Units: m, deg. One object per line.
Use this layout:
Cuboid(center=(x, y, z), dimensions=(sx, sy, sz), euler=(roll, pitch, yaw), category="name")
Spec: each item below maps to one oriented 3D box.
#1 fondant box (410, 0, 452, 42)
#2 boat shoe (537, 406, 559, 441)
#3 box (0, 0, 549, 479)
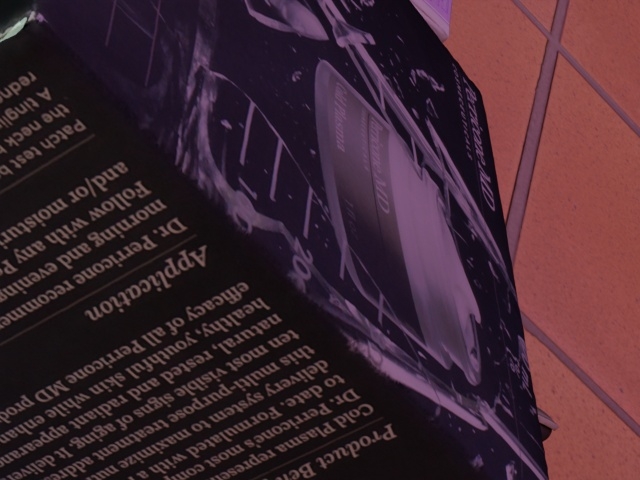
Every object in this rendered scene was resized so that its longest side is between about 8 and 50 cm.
Cuboid(center=(-0.008, -0.221, 1.539), dimensions=(0.096, 0.330, 0.238), euler=(37, 39, -24), category="fondant box")
Cuboid(center=(0.181, 0.193, 1.655), dimensions=(0.228, 0.068, 0.081), euler=(27, 3, -40), category="boat shoe")
Cuboid(center=(-0.108, -0.049, 0.968), dimensions=(0.472, 0.297, 0.480), euler=(48, 25, -34), category="box")
